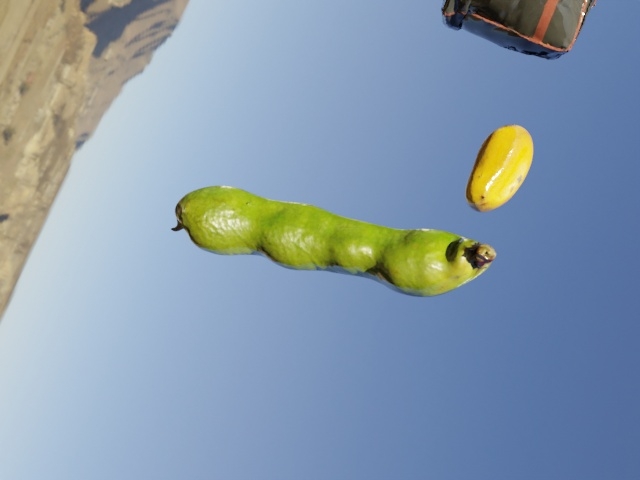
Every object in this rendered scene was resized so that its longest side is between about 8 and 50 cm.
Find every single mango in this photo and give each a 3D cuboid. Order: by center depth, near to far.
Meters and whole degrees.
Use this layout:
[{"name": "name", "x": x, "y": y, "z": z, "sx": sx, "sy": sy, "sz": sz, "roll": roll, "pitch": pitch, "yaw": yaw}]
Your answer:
[{"name": "mango", "x": 0.324, "y": -0.127, "z": 1.221, "sx": 0.090, "sy": 0.115, "sz": 0.178, "roll": 18, "pitch": -102, "yaw": 37}]

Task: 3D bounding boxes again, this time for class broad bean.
[{"name": "broad bean", "x": 0.000, "y": 0.000, "z": 0.478, "sx": 0.256, "sy": 0.053, "sz": 0.052, "roll": 11, "pitch": -110, "yaw": 28}]

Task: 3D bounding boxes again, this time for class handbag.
[{"name": "handbag", "x": 0.249, "y": -0.331, "z": 0.778, "sx": 0.155, "sy": 0.169, "sz": 0.215, "roll": -44, "pitch": 152, "yaw": -73}]
